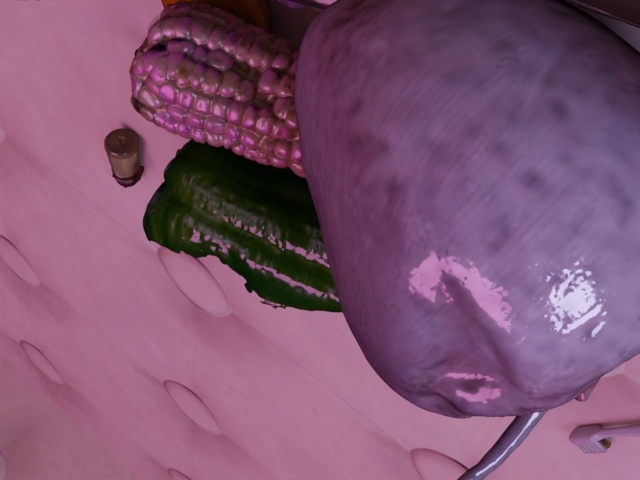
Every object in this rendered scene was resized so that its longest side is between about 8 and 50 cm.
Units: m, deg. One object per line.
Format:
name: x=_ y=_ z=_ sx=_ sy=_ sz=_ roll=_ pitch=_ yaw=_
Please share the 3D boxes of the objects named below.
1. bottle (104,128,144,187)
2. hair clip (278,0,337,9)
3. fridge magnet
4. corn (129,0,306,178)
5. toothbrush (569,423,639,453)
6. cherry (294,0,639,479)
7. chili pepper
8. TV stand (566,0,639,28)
bottle: x=-0.272 y=-0.112 z=1.462 sx=0.101 sy=0.047 sz=0.063 roll=96 pitch=160 yaw=-61
hair clip: x=-0.125 y=-0.245 z=0.864 sx=0.359 sy=0.095 sz=0.110 roll=8 pitch=164 yaw=-6
fridge magnet: x=-0.103 y=-0.231 z=1.057 sx=0.143 sy=0.063 sz=0.143 roll=33 pitch=152 yaw=21
corn: x=-0.018 y=-0.118 z=0.979 sx=0.335 sy=0.126 sz=0.126 roll=22 pitch=148 yaw=7
toothbrush: x=0.362 y=0.188 z=1.038 sx=0.030 sy=0.025 sz=0.342 roll=45 pitch=152 yaw=-9
cherry: x=0.127 y=-0.029 z=0.761 sx=0.334 sy=0.291 sz=0.326 roll=59 pitch=-171 yaw=-22
chili pepper: x=0.005 y=-0.010 z=1.090 sx=0.385 sy=0.213 sz=0.167 roll=26 pitch=105 yaw=14
TV stand: x=0.127 y=-0.240 z=0.713 sx=0.270 sy=0.088 sz=0.082 roll=30 pitch=150 yaw=25
